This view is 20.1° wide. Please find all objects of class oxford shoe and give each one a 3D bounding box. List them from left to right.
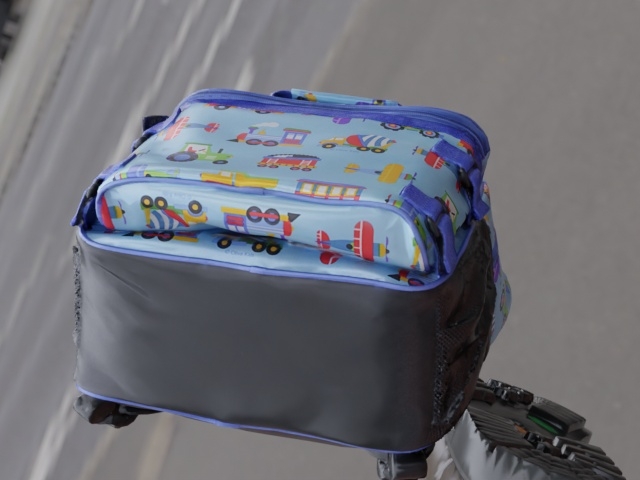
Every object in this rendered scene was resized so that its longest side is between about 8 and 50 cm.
[{"bbox_3d":[0.070,0.112,0.780,0.227,0.083,0.096,-59,-13,-82],"label":"oxford shoe"}]

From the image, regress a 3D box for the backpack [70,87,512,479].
[{"bbox_3d":[0.000,0.000,0.707,0.173,0.158,0.117,-50,-36,-59],"label":"backpack"}]
